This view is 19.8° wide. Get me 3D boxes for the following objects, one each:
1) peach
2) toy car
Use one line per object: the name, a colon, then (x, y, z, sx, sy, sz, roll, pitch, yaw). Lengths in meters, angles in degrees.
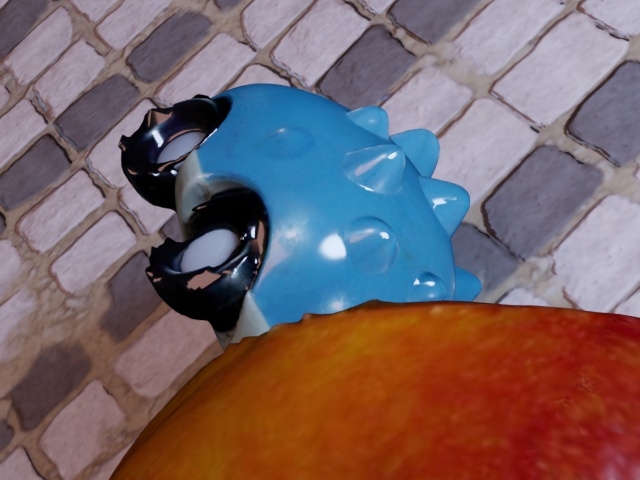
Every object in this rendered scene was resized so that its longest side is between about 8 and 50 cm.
peach: (0.055, 0.212, 0.747, 0.406, 0.335, 0.310, -4, 52, 31)
toy car: (0.000, 0.000, 1.144, 0.190, 0.188, 0.255, -29, 35, 5)
